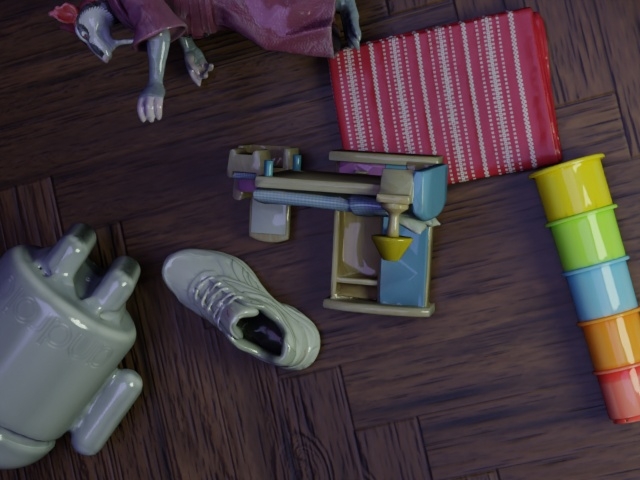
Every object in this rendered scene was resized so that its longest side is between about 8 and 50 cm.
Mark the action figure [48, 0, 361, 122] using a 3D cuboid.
[{"bbox_3d":[-0.142,-0.301,1.620,0.370,0.248,0.276,-4,109,-6],"label":"action figure"}]

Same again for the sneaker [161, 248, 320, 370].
[{"bbox_3d":[-0.108,0.081,1.696,0.232,0.115,0.090,31,96,12],"label":"sneaker"}]

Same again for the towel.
[{"bbox_3d":[0.155,-0.169,1.682,0.274,0.031,0.199,-10,89,15],"label":"towel"}]

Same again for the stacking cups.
[{"bbox_3d":[0.338,0.058,1.599,0.096,0.096,0.316,-18,85,13],"label":"stacking cups"}]

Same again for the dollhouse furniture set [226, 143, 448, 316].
[{"bbox_3d":[0.000,0.000,1.563,0.286,0.303,0.198,4,97,14],"label":"dollhouse furniture set"}]

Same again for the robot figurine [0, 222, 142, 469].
[{"bbox_3d":[-0.376,0.146,1.716,0.300,0.200,0.353,37,98,-5],"label":"robot figurine"}]
